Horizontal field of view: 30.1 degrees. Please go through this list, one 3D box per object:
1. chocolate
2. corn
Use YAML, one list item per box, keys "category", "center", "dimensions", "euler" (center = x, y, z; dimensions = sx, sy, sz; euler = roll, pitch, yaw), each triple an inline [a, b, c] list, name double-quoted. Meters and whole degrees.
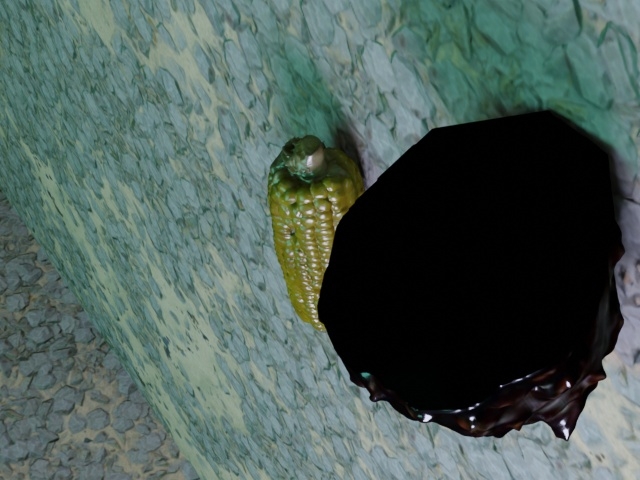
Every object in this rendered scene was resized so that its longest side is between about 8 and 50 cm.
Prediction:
- category: "chocolate"
  center: [0.129, 0.055, 0.854]
  dimensions: [0.206, 0.224, 0.177]
  euler: [-6, 147, 33]
- category: "corn"
  center: [0.000, 0.000, 1.158]
  dimensions: [0.097, 0.097, 0.261]
  euler: [45, 155, 35]
